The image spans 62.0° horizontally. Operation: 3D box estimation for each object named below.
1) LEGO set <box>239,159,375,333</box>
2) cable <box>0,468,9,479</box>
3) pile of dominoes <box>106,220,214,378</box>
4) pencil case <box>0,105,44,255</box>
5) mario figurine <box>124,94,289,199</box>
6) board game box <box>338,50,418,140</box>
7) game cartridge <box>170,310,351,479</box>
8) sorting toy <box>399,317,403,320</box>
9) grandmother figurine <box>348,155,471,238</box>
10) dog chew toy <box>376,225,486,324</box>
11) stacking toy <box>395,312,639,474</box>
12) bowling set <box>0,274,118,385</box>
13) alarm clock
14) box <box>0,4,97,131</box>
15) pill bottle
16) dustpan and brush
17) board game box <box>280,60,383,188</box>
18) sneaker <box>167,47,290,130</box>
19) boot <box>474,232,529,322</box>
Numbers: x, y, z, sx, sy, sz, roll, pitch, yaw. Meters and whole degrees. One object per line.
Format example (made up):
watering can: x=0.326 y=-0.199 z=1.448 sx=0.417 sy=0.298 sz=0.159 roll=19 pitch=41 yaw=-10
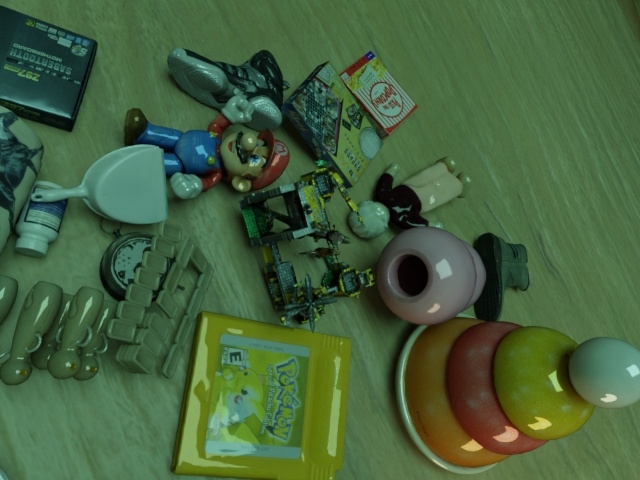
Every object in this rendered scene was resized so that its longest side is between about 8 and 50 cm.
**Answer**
LEGO set: x=0.000 y=0.000 z=1.041 sx=0.255 sy=0.192 sz=0.331 roll=-9 pitch=90 yaw=-35
cable: x=-0.548 y=0.410 z=0.715 sx=0.257 sy=0.089 sz=0.257 roll=-31 pitch=88 yaw=-33
pile of dominoes: x=-0.277 y=0.099 z=0.918 sx=0.040 sy=0.196 sz=0.251 roll=1 pitch=53 yaw=19
pencil case: x=-0.560 y=-0.023 z=0.801 sx=0.160 sy=0.184 sz=0.410 roll=45 pitch=46 yaw=-52
mario figurine: x=-0.212 y=-0.186 z=1.036 sx=0.321 sy=0.170 sz=0.197 roll=2 pitch=106 yaw=-19
board game box: x=0.140 y=-0.369 z=1.361 sx=0.193 sy=0.045 sz=0.147 roll=48 pitch=59 yaw=-7
game cartridge: x=-0.096 y=0.300 z=1.011 sx=0.324 sy=0.053 sz=0.285 roll=14 pitch=68 yaw=-22
sorting toy: x=0.211 y=0.148 z=1.246 sx=0.062 sy=0.012 sz=0.083 roll=9 pitch=70 yaw=-25
grandmother figurine: x=0.214 y=-0.093 z=1.284 sx=0.343 sy=0.104 sz=0.208 roll=-24 pitch=59 yaw=-29
dog chew toy: x=0.264 y=0.077 z=1.176 sx=0.332 sy=0.207 sz=0.206 roll=5 pitch=69 yaw=-55
stacking toy: x=0.405 y=0.282 z=1.029 sx=0.351 sy=0.480 sz=0.350 roll=9 pitch=70 yaw=-25
bowling set: x=-0.395 y=0.160 z=0.833 sx=0.200 sy=0.287 sz=0.154 roll=38 pitch=61 yaw=-51
alarm clock: x=-0.340 y=0.033 z=0.967 sx=0.129 sy=0.064 sz=0.192 roll=-33 pitch=87 yaw=-32
box: x=-0.550 y=-0.322 z=0.972 sx=0.233 sy=0.059 sz=0.183 roll=16 pitch=68 yaw=-22
pill bottle: x=-0.479 y=-0.036 z=0.910 sx=0.067 sy=0.067 sz=0.120 roll=15 pitch=67 yaw=-23
dustpan and brush: x=-0.378 y=-0.086 z=0.918 sx=0.211 sy=0.060 sz=0.147 roll=-17 pitch=121 yaw=-38
board game box: x=0.034 y=-0.263 z=1.229 sx=0.243 sy=0.042 sz=0.165 roll=51 pitch=56 yaw=-26
sneaker: x=-0.189 y=-0.359 z=1.156 sx=0.269 sy=0.101 sz=0.153 roll=28 pitch=62 yaw=-24
boot: x=0.479 y=0.106 z=1.366 sx=0.161 sy=0.083 sz=0.246 roll=19 pitch=67 yaw=-28
